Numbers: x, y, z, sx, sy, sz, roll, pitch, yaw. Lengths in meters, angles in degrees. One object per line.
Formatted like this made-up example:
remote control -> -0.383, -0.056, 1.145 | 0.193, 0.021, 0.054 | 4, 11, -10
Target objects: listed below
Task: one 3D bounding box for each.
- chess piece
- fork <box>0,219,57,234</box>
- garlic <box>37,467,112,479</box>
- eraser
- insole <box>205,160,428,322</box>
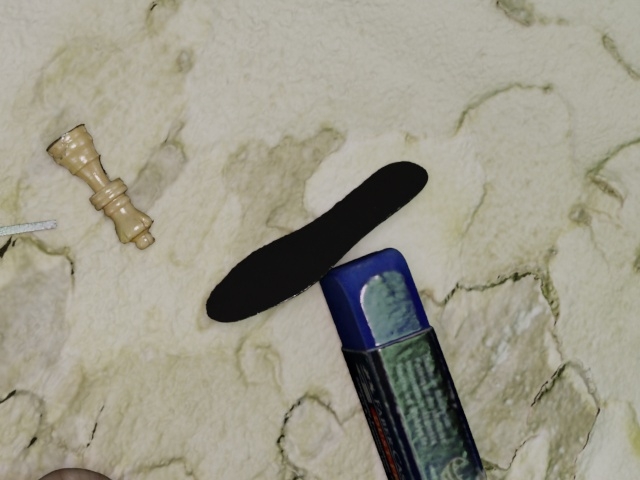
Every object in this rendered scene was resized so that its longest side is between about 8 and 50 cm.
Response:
chess piece -> -0.266, -0.061, 1.155 | 0.060, 0.060, 0.172 | -39, 97, -14
fork -> -0.440, -0.001, 1.124 | 0.235, 0.021, 0.039 | -8, 91, -16
garlic -> -0.293, 0.337, 1.068 | 0.214, 0.191, 0.160 | 40, 53, 4
eraser -> 0.103, 0.179, 1.173 | 0.101, 0.155, 0.332 | -21, 90, -13
insole -> 0.000, 0.000, 1.196 | 0.348, 0.119, 0.009 | -37, 131, -18
